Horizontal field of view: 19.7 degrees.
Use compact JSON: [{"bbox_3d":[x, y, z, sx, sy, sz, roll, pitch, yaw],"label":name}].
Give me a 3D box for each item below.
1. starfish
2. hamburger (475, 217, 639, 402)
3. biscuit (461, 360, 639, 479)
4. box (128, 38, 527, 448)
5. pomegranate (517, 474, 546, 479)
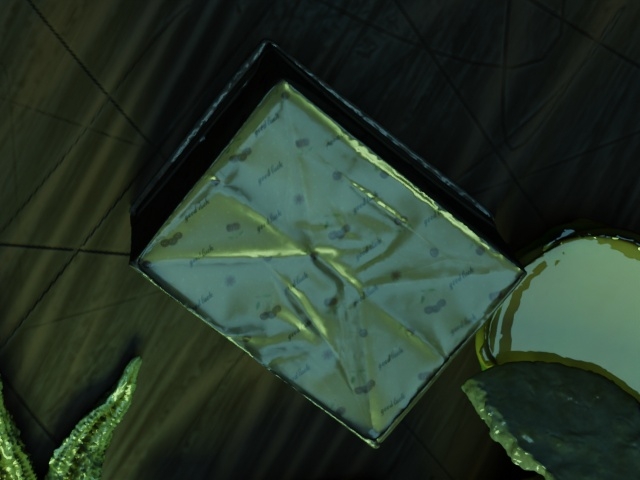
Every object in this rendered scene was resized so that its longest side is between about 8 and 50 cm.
[{"bbox_3d":[-0.257,0.278,1.789,0.347,0.078,0.358,40,74,-30],"label":"starfish"},{"bbox_3d":[0.258,0.092,1.771,0.237,0.149,0.237,0,97,0],"label":"hamburger"},{"bbox_3d":[0.249,0.195,1.654,0.133,0.032,0.250,-28,67,-21],"label":"biscuit"},{"bbox_3d":[0.000,0.000,1.702,0.297,0.190,0.225,37,99,-12],"label":"box"},{"bbox_3d":[0.229,0.382,1.744,0.343,0.342,0.342,-1,104,-5],"label":"pomegranate"}]
